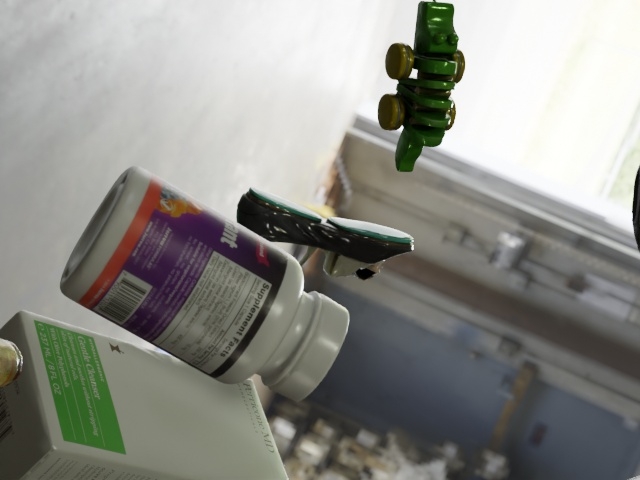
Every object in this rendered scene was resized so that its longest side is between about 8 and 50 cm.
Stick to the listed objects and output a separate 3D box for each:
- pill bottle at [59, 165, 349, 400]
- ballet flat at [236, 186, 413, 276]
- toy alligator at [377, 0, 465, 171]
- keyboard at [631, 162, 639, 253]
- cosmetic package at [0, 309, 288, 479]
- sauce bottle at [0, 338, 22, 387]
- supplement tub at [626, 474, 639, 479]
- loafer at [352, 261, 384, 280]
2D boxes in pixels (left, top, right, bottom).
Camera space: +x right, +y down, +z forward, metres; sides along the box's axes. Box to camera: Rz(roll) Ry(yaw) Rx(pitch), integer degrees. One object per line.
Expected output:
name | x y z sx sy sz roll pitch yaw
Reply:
pill bottle | -0.080 0.037 1.000 0.108 0.193 0.108 -53 -164 22
ballet flat | 0.000 0.000 1.495 0.074 0.203 0.074 -164 -90 -71
toy alligator | 0.085 -0.137 1.036 0.051 0.056 0.189 -139 -126 -59
keyboard | 0.435 -0.022 1.226 0.033 0.317 0.201 106 0 -59
cosmetic package | -0.225 0.236 1.588 0.366 0.197 0.155 21 125 -44
sauce bottle | -0.280 0.096 1.064 0.042 0.042 0.128 -68 160 7
supplement tub | 0.397 0.349 1.535 0.191 0.191 0.272 -60 -176 -26
loafer | 0.060 0.036 1.902 0.125 0.045 0.039 139 -31 -69
